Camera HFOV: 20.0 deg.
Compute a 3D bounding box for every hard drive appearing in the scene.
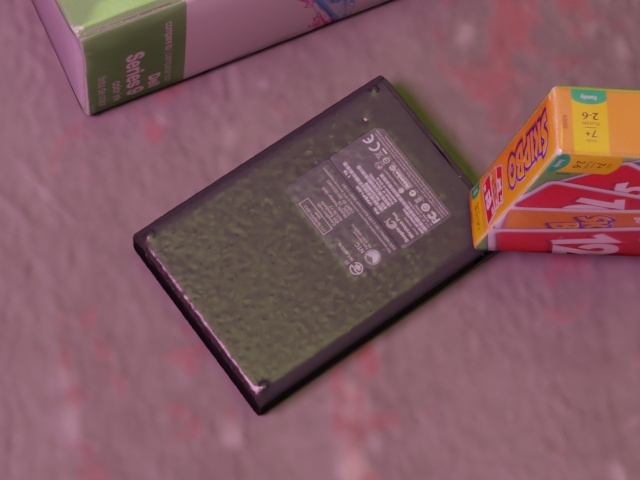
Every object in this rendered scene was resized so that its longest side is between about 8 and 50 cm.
[{"bbox_3d":[0.000,0.000,0.786,0.135,0.022,0.094,-34,75,-16],"label":"hard drive"}]

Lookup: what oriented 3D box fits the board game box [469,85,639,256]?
[{"bbox_3d":[0.202,-0.022,0.744,0.259,0.124,0.039,0,73,-11],"label":"board game box"}]

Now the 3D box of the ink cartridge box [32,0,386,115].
[{"bbox_3d":[-0.039,-0.171,0.812,0.212,0.093,0.154,-24,73,-11],"label":"ink cartridge box"}]
